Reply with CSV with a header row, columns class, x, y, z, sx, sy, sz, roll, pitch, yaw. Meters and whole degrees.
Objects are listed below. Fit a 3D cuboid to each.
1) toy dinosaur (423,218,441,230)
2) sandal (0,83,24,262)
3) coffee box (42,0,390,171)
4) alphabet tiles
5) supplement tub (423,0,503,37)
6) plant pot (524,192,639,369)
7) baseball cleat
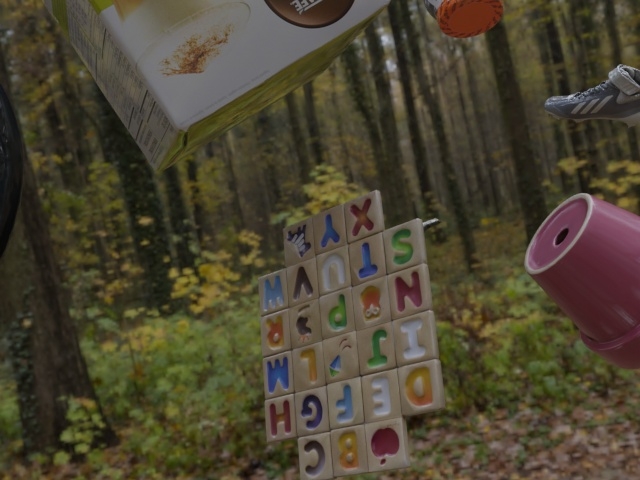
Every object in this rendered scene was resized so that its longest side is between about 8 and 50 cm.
class,x,y,z,sx,sy,sz,roll,pitch,yaw
toy dinosaur,0.090,0.020,1.424,0.268,0.118,0.064,-49,-6,-36
sandal,-0.371,0.047,0.685,0.168,0.445,0.107,21,-1,8
coffee box,-0.165,-0.337,1.197,0.338,0.334,0.338,-34,5,-15
alphabet tiles,0.025,0.121,1.077,0.285,0.342,0.011,-21,-24,39
supplement tub,0.196,-0.394,1.229,0.117,0.190,0.117,-7,-25,-3
plant pot,0.379,0.039,1.125,0.201,0.180,0.201,-53,9,13
baseball cleat,0.492,-0.257,1.496,0.206,0.109,0.072,11,35,32
